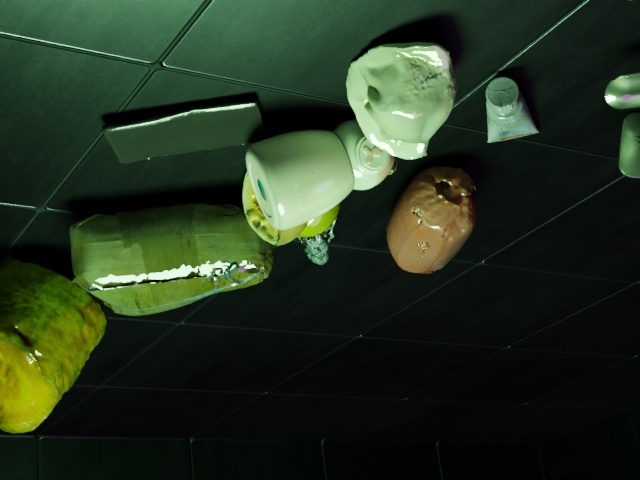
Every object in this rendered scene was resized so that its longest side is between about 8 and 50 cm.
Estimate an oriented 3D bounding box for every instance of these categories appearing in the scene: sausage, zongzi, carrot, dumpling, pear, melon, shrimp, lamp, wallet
[{"bbox_3d":[0.205,-0.034,2.113,0.152,0.152,0.279,-3,158,-10],"label":"sausage"},{"bbox_3d":[-0.255,0.057,2.142,0.356,0.174,0.393,-5,160,-1],"label":"zongzi"},{"bbox_3d":[-0.542,0.167,2.167,0.241,0.340,0.241,10,135,10],"label":"carrot"},{"bbox_3d":[0.117,-0.222,1.703,0.166,0.126,0.216,19,167,5],"label":"dumpling"},{"bbox_3d":[-0.020,-0.061,2.031,0.131,0.107,0.107,-36,146,25],"label":"pear"},{"bbox_3d":[-0.074,-0.079,1.962,0.079,0.160,0.128,-11,-167,-42],"label":"melon"},{"bbox_3d":[0.002,0.004,2.237,0.082,0.076,0.174,-28,159,-9],"label":"shrimp"},{"bbox_3d":[0.535,-0.184,1.855,0.203,0.124,0.283,3,166,0],"label":"lamp"},{"bbox_3d":[-0.211,-0.174,1.801,0.244,0.025,0.124,-9,158,2],"label":"wallet"}]

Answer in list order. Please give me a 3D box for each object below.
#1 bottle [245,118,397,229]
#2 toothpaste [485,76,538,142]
[{"bbox_3d":[0.011,-0.120,1.844,0.236,0.147,0.147,-20,159,-12],"label":"bottle"},{"bbox_3d":[0.309,-0.202,1.877,0.089,0.057,0.234,-10,164,11],"label":"toothpaste"}]
